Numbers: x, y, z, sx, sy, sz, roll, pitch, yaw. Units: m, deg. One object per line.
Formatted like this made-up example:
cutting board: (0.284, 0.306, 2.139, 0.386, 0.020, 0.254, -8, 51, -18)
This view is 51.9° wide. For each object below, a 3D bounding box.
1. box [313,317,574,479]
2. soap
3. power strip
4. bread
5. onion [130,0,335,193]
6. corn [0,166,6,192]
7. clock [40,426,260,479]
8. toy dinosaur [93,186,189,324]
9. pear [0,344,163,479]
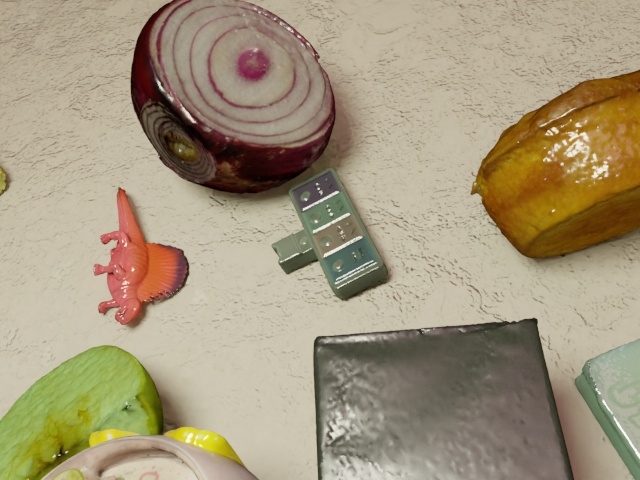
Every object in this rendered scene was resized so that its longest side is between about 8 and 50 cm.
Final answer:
box: (0.133, 0.287, 0.699, 0.251, 0.204, 0.345, -6, 55, 9)
soap: (0.403, 0.219, 0.773, 0.114, 0.063, 0.198, -23, 54, -2)
power strip: (0.000, 0.000, 1.024, 0.145, 0.061, 0.215, -26, 54, 2)
bread: (0.367, -0.098, 0.877, 0.312, 0.312, 0.172, -20, 71, -2)
onion: (-0.155, -0.209, 1.074, 0.337, 0.260, 0.282, 31, 58, -7)
corn: (-0.697, -0.162, 1.260, 0.244, 0.093, 0.093, 31, 67, 26)
clock: (-0.179, 0.408, 0.632, 0.368, 0.250, 0.376, -7, 41, 22)
toy dinosaur: (-0.284, 0.015, 1.074, 0.139, 0.070, 0.286, -2, 52, -2)
pear: (-0.331, 0.264, 0.869, 0.288, 0.139, 0.239, -39, 36, -8)
